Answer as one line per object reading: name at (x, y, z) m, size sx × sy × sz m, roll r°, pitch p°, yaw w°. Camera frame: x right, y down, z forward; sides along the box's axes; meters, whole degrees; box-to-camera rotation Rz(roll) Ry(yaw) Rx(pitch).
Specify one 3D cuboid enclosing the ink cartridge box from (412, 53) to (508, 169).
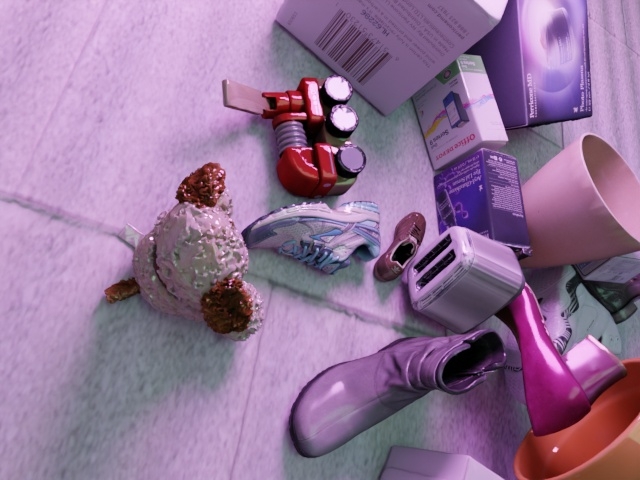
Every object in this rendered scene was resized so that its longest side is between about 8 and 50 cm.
ink cartridge box at (0.309, -0.284, 1.080) m, size 0.093 × 0.154 × 0.212 m, roll -9°, pitch 78°, yaw -32°

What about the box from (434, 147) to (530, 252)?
box at (0.341, -0.066, 1.026) m, size 0.108 × 0.153 × 0.207 m, roll 9°, pitch 69°, yaw -27°

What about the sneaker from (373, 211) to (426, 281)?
sneaker at (0.178, 0.008, 0.957) m, size 0.066 × 0.071 × 0.188 m, roll 42°, pitch 59°, yaw -11°

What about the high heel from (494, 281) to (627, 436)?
high heel at (0.349, 0.177, 0.899) m, size 0.181 × 0.377 × 0.127 m, roll -35°, pitch 121°, yaw -3°

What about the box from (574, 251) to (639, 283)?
box at (0.652, -0.041, 1.175) m, size 0.169 × 0.087 × 0.290 m, roll 7°, pitch 48°, yaw -27°

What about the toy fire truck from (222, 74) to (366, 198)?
toy fire truck at (-0.055, -0.195, 0.859) m, size 0.246 × 0.158 × 0.217 m, roll -5°, pitch 76°, yaw -19°

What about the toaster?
toaster at (0.269, 0.070, 0.901) m, size 0.146 × 0.227 × 0.129 m, roll 24°, pitch 41°, yaw -21°

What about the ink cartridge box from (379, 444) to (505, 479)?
ink cartridge box at (0.232, 0.485, 0.753) m, size 0.270 × 0.198 × 0.197 m, roll 37°, pitch 60°, yaw -13°

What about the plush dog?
plush dog at (-0.176, 0.024, 0.656) m, size 0.210 × 0.225 × 0.262 m, roll -13°, pitch 81°, yaw -32°

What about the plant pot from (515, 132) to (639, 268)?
plant pot at (0.515, -0.046, 1.031) m, size 0.256 × 0.274 × 0.256 m, roll 18°, pitch 55°, yaw -28°

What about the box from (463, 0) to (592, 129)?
box at (0.510, -0.428, 1.182) m, size 0.294 × 0.182 × 0.296 m, roll -15°, pitch 101°, yaw -31°

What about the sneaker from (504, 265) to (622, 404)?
sneaker at (0.543, 0.232, 1.050) m, size 0.210 × 0.137 × 0.366 m, roll 39°, pitch 55°, yaw -10°

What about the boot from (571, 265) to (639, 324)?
boot at (0.747, 0.072, 1.255) m, size 0.263 × 0.091 × 0.229 m, roll -30°, pitch 84°, yaw -39°

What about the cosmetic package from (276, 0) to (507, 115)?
cosmetic package at (0.178, -0.559, 0.995) m, size 0.329 × 0.327 × 0.394 m, roll 36°, pitch 59°, yaw -15°

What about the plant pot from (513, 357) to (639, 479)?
plant pot at (0.494, 0.361, 0.763) m, size 0.291 × 0.291 × 0.203 m, roll -35°, pitch 75°, yaw -33°

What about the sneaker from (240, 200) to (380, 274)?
sneaker at (0.000, 0.000, 0.838) m, size 0.283 × 0.110 × 0.122 m, roll -7°, pitch 81°, yaw -31°

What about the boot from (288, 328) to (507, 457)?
boot at (0.124, 0.227, 0.761) m, size 0.338 × 0.222 × 0.118 m, roll -27°, pitch 89°, yaw -34°
